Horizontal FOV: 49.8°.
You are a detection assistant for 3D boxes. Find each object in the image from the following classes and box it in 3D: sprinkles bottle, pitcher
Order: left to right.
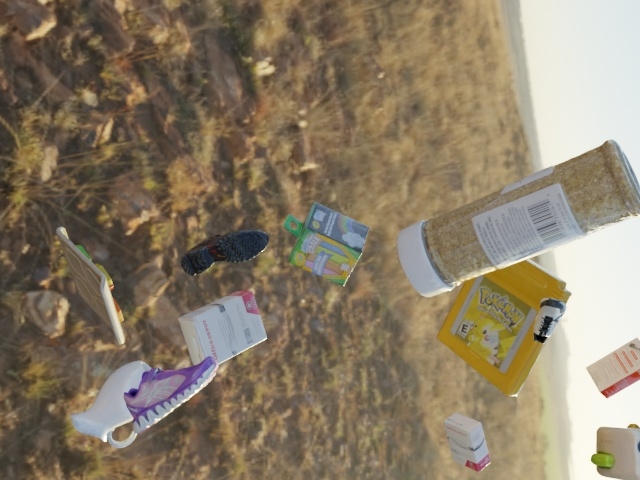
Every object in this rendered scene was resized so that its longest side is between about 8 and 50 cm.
[{"bbox_3d":[-0.480,0.411,1.708,0.177,0.207,0.125,51,-6,-39],"label":"pitcher"},{"bbox_3d":[0.294,-0.026,1.045,0.121,0.356,0.121,40,37,-39],"label":"sprinkles bottle"}]

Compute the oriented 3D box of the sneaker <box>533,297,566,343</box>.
[{"bbox_3d":[0.358,0.127,1.081,0.109,0.040,0.043,77,34,-56],"label":"sneaker"}]

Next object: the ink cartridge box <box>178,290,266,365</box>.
[{"bbox_3d":[-0.283,0.256,1.999,0.218,0.092,0.158,-24,103,-41],"label":"ink cartridge box"}]

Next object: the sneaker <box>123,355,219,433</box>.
[{"bbox_3d":[-0.324,0.306,1.457,0.104,0.236,0.095,55,11,7],"label":"sneaker"}]

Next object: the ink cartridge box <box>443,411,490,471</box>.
[{"bbox_3d":[0.450,0.618,2.118,0.063,0.109,0.150,-27,111,-30],"label":"ink cartridge box"}]

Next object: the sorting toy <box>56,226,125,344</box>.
[{"bbox_3d":[-0.463,0.089,1.410,0.038,0.208,0.193,-30,142,-27],"label":"sorting toy"}]

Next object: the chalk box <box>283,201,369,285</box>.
[{"bbox_3d":[0.000,0.000,1.822,0.132,0.213,0.132,-69,-176,-54],"label":"chalk box"}]

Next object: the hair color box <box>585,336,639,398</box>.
[{"bbox_3d":[0.845,0.358,1.931,0.053,0.167,0.093,38,24,-32],"label":"hair color box"}]

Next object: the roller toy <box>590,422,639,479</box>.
[{"bbox_3d":[0.840,0.565,1.844,0.209,0.191,0.146,23,68,-52],"label":"roller toy"}]

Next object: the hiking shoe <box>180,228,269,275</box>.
[{"bbox_3d":[-0.241,0.011,1.738,0.114,0.227,0.086,-100,173,-68],"label":"hiking shoe"}]

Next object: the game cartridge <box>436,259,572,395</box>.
[{"bbox_3d":[0.471,0.193,1.804,0.053,0.285,0.323,9,110,-39],"label":"game cartridge"}]
